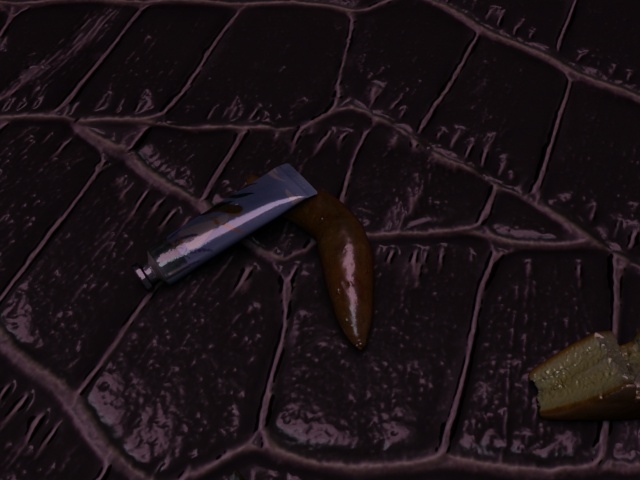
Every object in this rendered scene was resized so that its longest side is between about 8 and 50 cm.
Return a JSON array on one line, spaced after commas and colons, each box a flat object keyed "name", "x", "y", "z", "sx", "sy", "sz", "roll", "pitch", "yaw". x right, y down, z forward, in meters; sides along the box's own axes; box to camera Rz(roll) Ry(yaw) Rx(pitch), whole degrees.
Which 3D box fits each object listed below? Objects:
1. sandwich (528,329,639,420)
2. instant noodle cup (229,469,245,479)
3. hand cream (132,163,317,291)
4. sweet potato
[{"name": "sandwich", "x": 0.384, "y": 0.162, "z": 0.912, "sx": 0.244, "sy": 0.088, "sz": 0.090, "roll": -3, "pitch": 48, "yaw": -2}, {"name": "instant noodle cup", "x": -0.144, "y": 0.359, "z": 0.703, "sx": 0.236, "sy": 0.215, "sz": 0.216, "roll": -22, "pitch": 55, "yaw": -7}, {"name": "hand cream", "x": -0.137, "y": -0.020, "z": 1.057, "sx": 0.271, "sy": 0.058, "sz": 0.091, "roll": -33, "pitch": 45, "yaw": -11}, {"name": "sweet potato", "x": 0.004, "y": -0.006, "z": 1.056, "sx": 0.108, "sy": 0.079, "sz": 0.346, "roll": -32, "pitch": 54, "yaw": -7}]
